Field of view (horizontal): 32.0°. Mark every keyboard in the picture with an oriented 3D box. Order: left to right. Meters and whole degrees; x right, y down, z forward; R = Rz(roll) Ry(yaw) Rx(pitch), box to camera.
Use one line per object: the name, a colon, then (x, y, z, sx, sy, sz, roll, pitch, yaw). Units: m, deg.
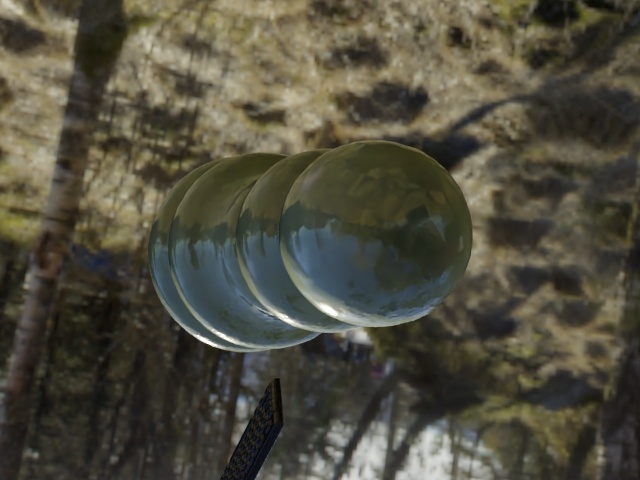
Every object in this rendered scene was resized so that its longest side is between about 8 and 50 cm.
keyboard: (-0.073, 0.235, 1.192, 0.041, 0.381, 0.103, 27, -159, -17)

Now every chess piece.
chess piece: (0.000, 0.000, 0.684, 0.145, 0.144, 0.251, 13, 170, -24)
